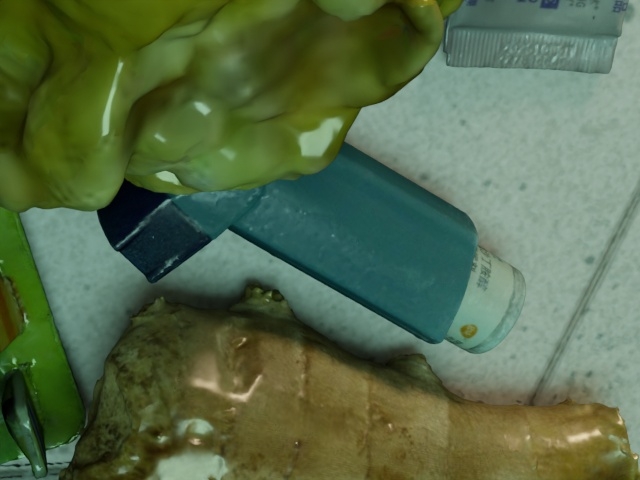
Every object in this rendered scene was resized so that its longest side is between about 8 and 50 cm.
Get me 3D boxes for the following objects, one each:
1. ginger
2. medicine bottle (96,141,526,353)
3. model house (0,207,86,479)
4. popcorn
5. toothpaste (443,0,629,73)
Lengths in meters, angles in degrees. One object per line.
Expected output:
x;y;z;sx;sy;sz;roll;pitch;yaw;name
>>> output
0.024;0.169;1.135;0.375;0.236;0.166;15;156;-8;ginger
0.000;0.000;1.101;0.258;0.079;0.124;27;106;-22;medicine bottle
-0.266;0.066;0.959;0.242;0.313;0.358;-14;118;-6;model house
-0.055;-0.188;0.868;0.292;0.293;0.334;-14;128;-11;popcorn
0.146;-0.221;1.030;0.099;0.068;0.282;18;123;11;toothpaste
